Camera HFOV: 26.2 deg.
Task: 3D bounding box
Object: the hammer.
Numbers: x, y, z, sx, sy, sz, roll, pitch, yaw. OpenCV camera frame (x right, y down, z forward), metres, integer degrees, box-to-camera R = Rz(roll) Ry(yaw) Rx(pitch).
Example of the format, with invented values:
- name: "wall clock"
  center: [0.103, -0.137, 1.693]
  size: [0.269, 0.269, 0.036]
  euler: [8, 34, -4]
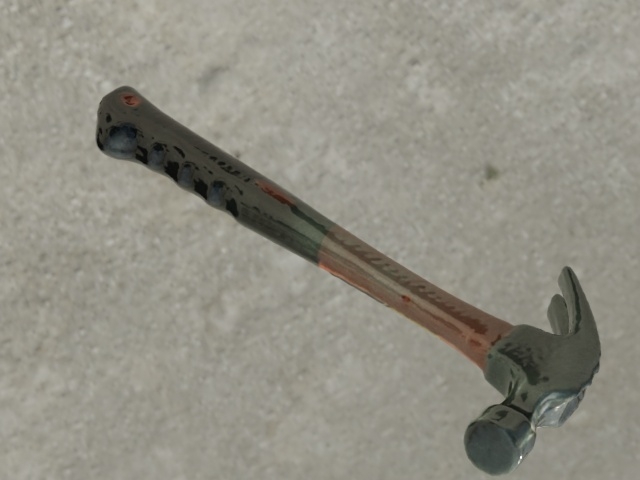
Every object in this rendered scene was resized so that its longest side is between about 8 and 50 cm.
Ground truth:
- name: "hammer"
  center: [0.000, 0.000, 0.638]
  size: [0.111, 0.287, 0.033]
  euler: [-35, 145, -42]
